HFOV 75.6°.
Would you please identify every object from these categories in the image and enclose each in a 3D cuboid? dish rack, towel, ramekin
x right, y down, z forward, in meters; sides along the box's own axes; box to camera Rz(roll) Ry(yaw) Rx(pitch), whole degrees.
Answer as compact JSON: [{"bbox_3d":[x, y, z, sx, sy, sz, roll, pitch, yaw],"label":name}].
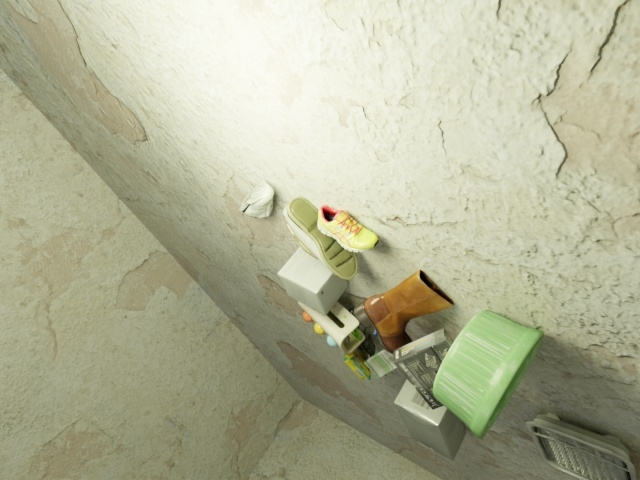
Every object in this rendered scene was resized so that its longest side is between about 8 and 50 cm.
[{"bbox_3d":[0.826,0.666,1.291,0.285,0.072,0.333,6,138,47],"label":"dish rack"},{"bbox_3d":[0.269,0.495,1.681,0.113,0.152,0.023,50,-165,-23],"label":"towel"},{"bbox_3d":[0.420,0.326,1.050,0.148,0.303,0.303,31,153,33],"label":"ramekin"}]

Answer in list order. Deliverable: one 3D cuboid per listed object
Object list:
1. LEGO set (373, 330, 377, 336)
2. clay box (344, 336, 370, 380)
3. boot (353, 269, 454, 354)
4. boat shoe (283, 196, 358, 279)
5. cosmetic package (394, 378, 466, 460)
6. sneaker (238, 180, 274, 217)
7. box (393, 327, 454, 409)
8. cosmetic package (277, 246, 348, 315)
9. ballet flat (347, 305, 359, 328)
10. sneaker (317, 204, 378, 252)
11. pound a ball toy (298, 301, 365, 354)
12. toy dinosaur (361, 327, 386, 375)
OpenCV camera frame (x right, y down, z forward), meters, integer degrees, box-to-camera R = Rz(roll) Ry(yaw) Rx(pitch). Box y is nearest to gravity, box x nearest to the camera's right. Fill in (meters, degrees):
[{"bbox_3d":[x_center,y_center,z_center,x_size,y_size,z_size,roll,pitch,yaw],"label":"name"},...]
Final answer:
[{"bbox_3d":[0.213,0.278,1.464,0.093,0.087,0.227,31,151,17],"label":"LEGO set"},{"bbox_3d":[0.151,0.482,1.738,0.053,0.222,0.127,-34,110,17],"label":"clay box"},{"bbox_3d":[0.286,0.230,1.267,0.280,0.096,0.264,-35,102,35],"label":"boot"},{"bbox_3d":[0.000,0.000,1.296,0.302,0.113,0.103,52,154,-1],"label":"boat shoe"},{"bbox_3d":[0.488,0.781,1.810,0.217,0.156,0.385,16,146,39],"label":"cosmetic package"},{"bbox_3d":[-0.195,-0.128,1.384,0.094,0.090,0.235,34,160,-18],"label":"sneaker"},{"bbox_3d":[0.363,0.401,1.276,0.183,0.056,0.231,-33,106,23],"label":"box"},{"bbox_3d":[-0.024,0.141,1.482,0.183,0.151,0.151,24,149,31],"label":"cosmetic package"},{"bbox_3d":[0.142,0.319,1.671,0.057,0.049,0.173,43,164,27],"label":"ballet flat"},{"bbox_3d":[0.069,-0.038,1.169,0.208,0.081,0.094,25,148,28],"label":"sneaker"},{"bbox_3d":[0.007,0.278,1.602,0.319,0.135,0.208,38,161,39],"label":"pound a ball toy"},{"bbox_3d":[0.201,0.444,1.727,0.118,0.064,0.268,39,154,62],"label":"toy dinosaur"}]
